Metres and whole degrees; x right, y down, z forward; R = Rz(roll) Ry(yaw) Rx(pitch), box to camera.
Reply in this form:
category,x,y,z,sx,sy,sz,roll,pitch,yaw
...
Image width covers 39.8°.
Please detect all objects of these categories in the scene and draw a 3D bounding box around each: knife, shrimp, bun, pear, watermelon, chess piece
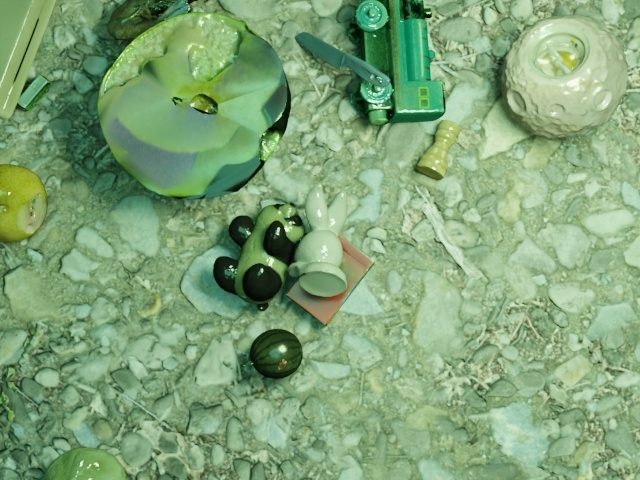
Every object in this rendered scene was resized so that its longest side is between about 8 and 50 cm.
category,x,y,z,sx,sy,sz,roll,pitch,yaw
knife,0.042,-0.382,1.865,0.313,0.019,0.044,39,125,40
shrimp,-0.327,-0.507,1.902,0.289,0.075,0.178,-19,43,-2
bun,-0.487,0.523,1.811,0.196,0.118,0.195,0,80,1
pear,-0.254,-0.271,1.867,0.399,0.165,0.398,0,84,0
watermelon,-0.103,0.239,1.838,0.133,0.105,0.105,-16,83,-22
chess piece,0.257,-0.199,1.909,0.066,0.066,0.122,22,80,3
pear,-0.658,-0.079,1.852,0.178,0.178,0.178,0,84,1

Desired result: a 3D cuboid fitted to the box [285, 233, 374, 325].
category,x,y,z,sx,sy,sz,roll,pitch,yaw
box,0.021,0.081,1.885,0.112,0.048,0.175,38,86,7

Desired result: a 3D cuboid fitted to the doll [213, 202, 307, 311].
category,x,y,z,sx,sy,sz,roll,pitch,yaw
doll,-0.119,0.025,1.853,0.144,0.135,0.234,14,81,38

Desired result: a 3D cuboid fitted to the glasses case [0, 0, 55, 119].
category,x,y,z,sx,sy,sz,roll,pitch,yaw
glasses case,-0.688,-0.425,1.920,0.131,0.070,0.312,16,84,22

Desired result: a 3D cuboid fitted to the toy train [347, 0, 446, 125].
category,x,y,z,sx,sy,sz,roll,pitch,yaw
toy train,0.163,-0.394,1.906,0.194,0.120,0.298,-2,84,-7

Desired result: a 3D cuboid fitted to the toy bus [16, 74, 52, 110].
category,x,y,z,sx,sy,sz,roll,pitch,yaw
toy bus,-0.628,-0.325,1.942,0.031,0.037,0.083,39,85,4

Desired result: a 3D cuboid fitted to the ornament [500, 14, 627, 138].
category,x,y,z,sx,sy,sz,roll,pitch,yaw
ornament,0.506,-0.335,1.832,0.260,0.225,0.259,-7,68,18

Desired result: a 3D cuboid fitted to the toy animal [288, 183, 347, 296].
category,x,y,z,sx,sy,sz,roll,pitch,yaw
toy animal,-0.002,0.002,1.830,0.104,0.131,0.220,17,57,-24
